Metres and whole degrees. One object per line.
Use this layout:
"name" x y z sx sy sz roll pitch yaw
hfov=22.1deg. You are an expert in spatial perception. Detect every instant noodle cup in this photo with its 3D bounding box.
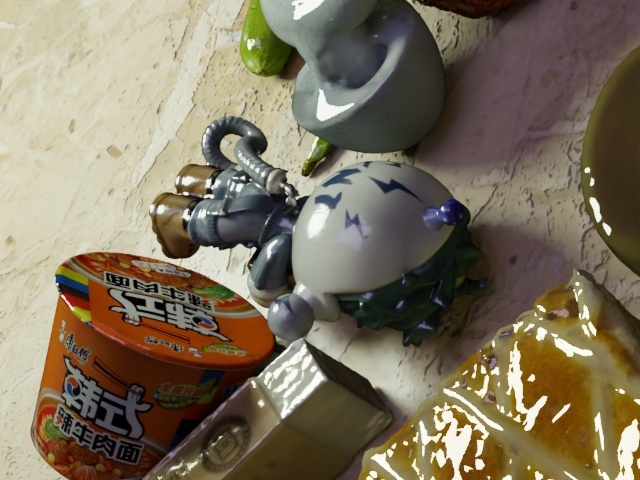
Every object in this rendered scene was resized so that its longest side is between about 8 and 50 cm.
"instant noodle cup" -0.197 0.152 1.784 0.250 0.250 0.192 42 118 43

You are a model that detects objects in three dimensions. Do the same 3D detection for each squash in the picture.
"squash" -0.059 -0.294 2.058 0.066 0.066 0.201 -8 61 34

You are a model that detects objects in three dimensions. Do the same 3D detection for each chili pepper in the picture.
"chili pepper" 0.032 -0.170 1.937 0.049 0.043 0.208 19 78 29

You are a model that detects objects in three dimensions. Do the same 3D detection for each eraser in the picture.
"eraser" -0.091 0.258 1.721 0.343 0.144 0.078 -44 49 10

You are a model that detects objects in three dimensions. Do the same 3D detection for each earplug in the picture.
"earplug" 0.037 -0.255 1.824 0.214 0.175 0.326 -6 99 53

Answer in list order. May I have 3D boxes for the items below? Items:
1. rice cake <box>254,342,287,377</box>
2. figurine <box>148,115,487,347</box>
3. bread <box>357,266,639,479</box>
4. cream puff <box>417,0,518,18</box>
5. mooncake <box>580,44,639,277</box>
"rice cake" -0.086 0.129 1.865 0.206 0.036 0.047 18 90 42
"figurine" -0.001 0.004 1.764 0.382 0.186 0.261 7 57 35
"bread" 0.214 0.285 1.353 0.371 0.279 0.390 -42 36 16
"cream puff" 0.172 -0.378 1.869 0.240 0.164 0.240 -20 50 25
"mooncake" 0.390 -0.068 1.528 0.284 0.155 0.284 -20 54 30
